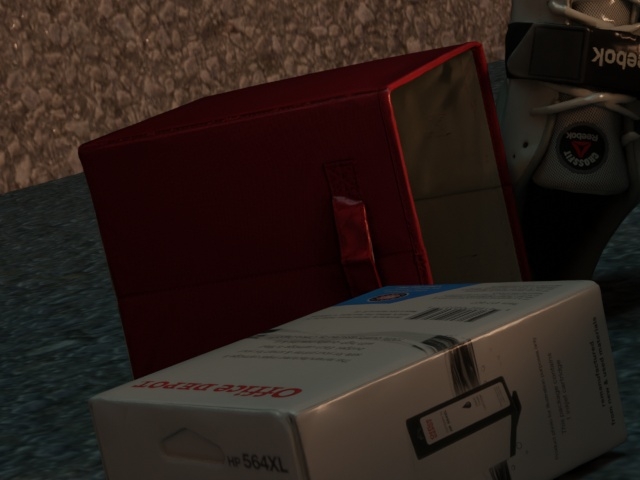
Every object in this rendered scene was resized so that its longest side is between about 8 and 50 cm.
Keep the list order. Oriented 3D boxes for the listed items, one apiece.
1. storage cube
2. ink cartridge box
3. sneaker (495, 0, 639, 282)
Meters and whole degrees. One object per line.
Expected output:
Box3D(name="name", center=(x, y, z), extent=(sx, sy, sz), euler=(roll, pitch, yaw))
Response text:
Box3D(name="storage cube", center=(0.000, 0.000, 1.171), extent=(0.193, 0.184, 0.215), euler=(-9, 10, 21))
Box3D(name="ink cartridge box", center=(0.019, 0.084, 0.925), extent=(0.203, 0.086, 0.148), euler=(-20, 12, -40))
Box3D(name="sneaker", center=(0.170, -0.102, 1.233), extent=(0.122, 0.331, 0.146), euler=(2, 33, -4))
